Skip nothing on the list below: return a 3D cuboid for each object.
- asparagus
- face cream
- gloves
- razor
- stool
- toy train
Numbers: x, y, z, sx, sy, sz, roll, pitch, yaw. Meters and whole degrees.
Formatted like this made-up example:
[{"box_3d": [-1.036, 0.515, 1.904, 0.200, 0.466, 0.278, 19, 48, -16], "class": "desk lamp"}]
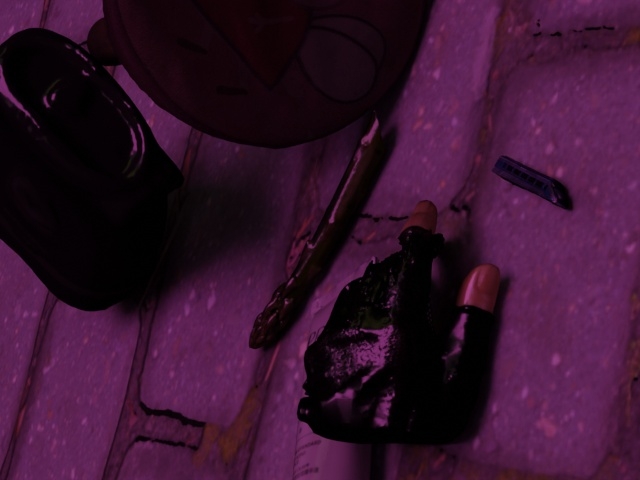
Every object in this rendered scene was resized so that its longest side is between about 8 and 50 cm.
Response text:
[{"box_3d": [-0.001, 0.000, 1.476, 0.236, 0.027, 0.034, -60, 29, 17], "class": "asparagus"}, {"box_3d": [0.013, 0.134, 1.369, 0.092, 0.058, 0.243, -36, 40, 45], "class": "face cream"}, {"box_3d": [0.054, 0.054, 1.296, 0.129, 0.106, 0.180, -17, 64, 54], "class": "gloves"}, {"box_3d": [-0.222, -0.059, 1.614, 0.113, 0.204, 0.349, -39, -6, -22], "class": "razor"}, {"box_3d": [-0.063, -0.216, 1.485, 0.178, 0.272, 0.272, 17, 88, 70], "class": "stool"}, {"box_3d": [0.153, -0.041, 1.278, 0.017, 0.017, 0.083, -61, 33, 3], "class": "toy train"}]
